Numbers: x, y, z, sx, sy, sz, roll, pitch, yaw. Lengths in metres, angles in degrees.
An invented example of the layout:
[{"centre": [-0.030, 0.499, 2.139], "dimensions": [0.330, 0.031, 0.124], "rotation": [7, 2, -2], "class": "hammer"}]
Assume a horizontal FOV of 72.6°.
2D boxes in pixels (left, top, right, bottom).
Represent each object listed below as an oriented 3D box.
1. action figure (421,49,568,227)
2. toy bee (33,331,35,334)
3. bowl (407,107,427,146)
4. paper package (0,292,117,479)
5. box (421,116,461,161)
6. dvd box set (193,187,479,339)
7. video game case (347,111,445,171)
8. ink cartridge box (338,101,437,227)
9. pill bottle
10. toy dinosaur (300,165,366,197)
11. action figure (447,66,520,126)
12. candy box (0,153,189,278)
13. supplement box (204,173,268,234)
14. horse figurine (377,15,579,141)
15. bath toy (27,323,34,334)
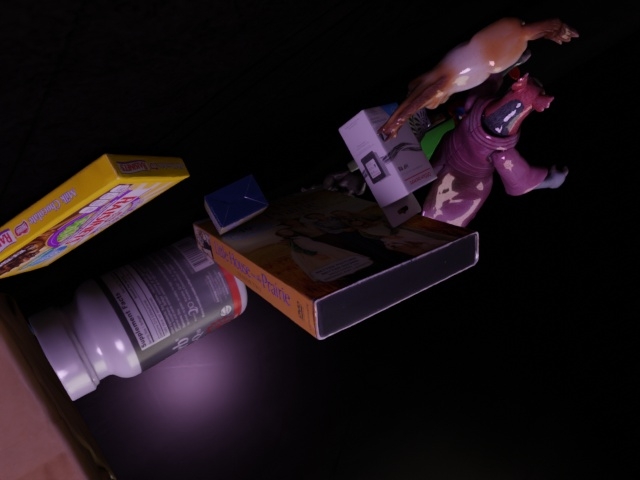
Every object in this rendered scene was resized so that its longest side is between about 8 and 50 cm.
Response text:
[{"centre": [0.255, -0.168, 0.756], "dimensions": [0.276, 0.248, 0.370], "rotation": [-18, 165, -6], "class": "action figure"}, {"centre": [-0.652, 0.240, 1.166], "dimensions": [0.195, 0.162, 0.298], "rotation": [13, 137, -41], "class": "toy bee"}, {"centre": [0.146, -0.197, 0.850], "dimensions": [0.170, 0.080, 0.170], "rotation": [-29, -179, 1], "class": "bowl"}, {"centre": [-0.412, 0.238, 0.405], "dimensions": [0.325, 0.309, 0.168], "rotation": [-30, -178, -28], "class": "paper package"}, {"centre": [0.305, -0.248, 1.291], "dimensions": [0.262, 0.126, 0.231], "rotation": [-29, -171, 4], "class": "box"}, {"centre": [0.000, 0.000, 0.750], "dimensions": [0.308, 0.062, 0.420], "rotation": [-19, -155, -30], "class": "dvd box set"}, {"centre": [0.193, -0.246, 1.063], "dimensions": [0.204, 0.025, 0.285], "rotation": [-28, -174, 27], "class": "video game case"}, {"centre": [0.118, -0.122, 0.696], "dimensions": [0.104, 0.180, 0.060], "rotation": [-29, -179, -45], "class": "ink cartridge box"}, {"centre": [-0.350, 0.140, 0.877], "dimensions": [0.363, 0.210, 0.210], "rotation": [-28, -179, -32], "class": "pill bottle"}, {"centre": [0.053, -0.152, 1.172], "dimensions": [0.160, 0.121, 0.313], "rotation": [-41, -179, -20], "class": "toy dinosaur"}, {"centre": [0.363, -0.288, 0.975], "dimensions": [0.092, 0.139, 0.280], "rotation": [-27, -177, 3], "class": "action figure"}, {"centre": [-0.229, -0.019, 0.402], "dimensions": [0.206, 0.027, 0.105], "rotation": [-28, -176, 17], "class": "candy box"}, {"centre": [-0.138, -0.056, 0.705], "dimensions": [0.083, 0.056, 0.083], "rotation": [-28, -179, -17], "class": "supplement box"}, {"centre": [0.201, -0.231, 0.586], "dimensions": [0.263, 0.066, 0.174], "rotation": [-25, -172, 27], "class": "horse figurine"}, {"centre": [-0.646, 0.253, 0.808], "dimensions": [0.348, 0.129, 0.151], "rotation": [-27, 176, 38], "class": "bath toy"}]
